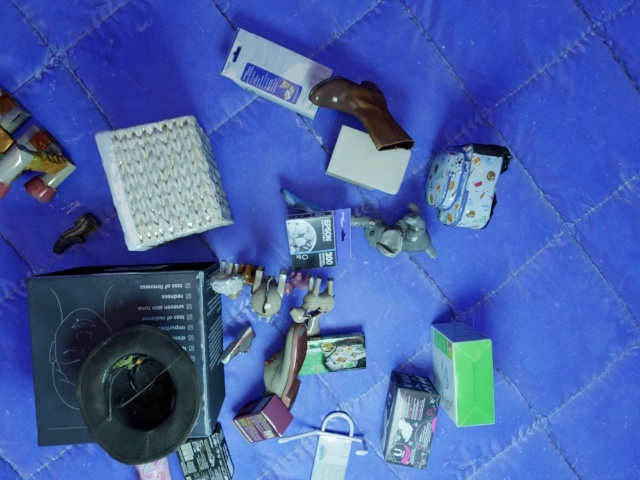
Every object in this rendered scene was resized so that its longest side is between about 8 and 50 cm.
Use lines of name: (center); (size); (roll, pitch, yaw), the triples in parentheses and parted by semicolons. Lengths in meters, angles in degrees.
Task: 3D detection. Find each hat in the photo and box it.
hat: (-0.440, 0.384, 1.076); (0.330, 0.134, 0.332); (-1, 77, 4)

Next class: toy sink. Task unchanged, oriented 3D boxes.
toy sink: (0.149, -0.252, 1.359); (0.233, 0.131, 0.153); (18, 93, -3)

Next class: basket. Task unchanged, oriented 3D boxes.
basket: (-0.438, -0.165, 1.243); (0.266, 0.328, 0.332); (-17, 93, -6)

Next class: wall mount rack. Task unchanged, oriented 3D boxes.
wall mount rack: (-0.010, 0.761, 1.409); (0.303, 0.130, 0.351); (11, 92, -3)

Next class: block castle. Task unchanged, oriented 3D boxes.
block castle: (-0.987, -0.308, 1.216); (0.213, 0.303, 0.453); (-44, 93, 1)

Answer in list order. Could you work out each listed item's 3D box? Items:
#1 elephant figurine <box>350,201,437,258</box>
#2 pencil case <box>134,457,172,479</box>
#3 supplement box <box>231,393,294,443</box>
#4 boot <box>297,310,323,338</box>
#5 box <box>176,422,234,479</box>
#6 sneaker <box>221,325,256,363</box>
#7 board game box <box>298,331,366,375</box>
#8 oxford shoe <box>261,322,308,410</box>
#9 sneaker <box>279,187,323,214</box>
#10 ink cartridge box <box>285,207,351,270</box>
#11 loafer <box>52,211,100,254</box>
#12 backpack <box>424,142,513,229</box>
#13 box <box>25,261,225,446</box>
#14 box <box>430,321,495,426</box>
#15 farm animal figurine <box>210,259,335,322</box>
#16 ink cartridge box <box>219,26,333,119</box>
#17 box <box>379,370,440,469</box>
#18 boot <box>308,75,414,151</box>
elephant figurine: (0.227, -0.013, 1.383); (0.239, 0.186, 0.169); (-23, 137, 9)
pencil case: (-0.549, 0.770, 1.391); (0.124, 0.124, 0.285); (-12, 93, -2)
supplement box: (-0.190, 0.581, 1.366); (0.188, 0.081, 0.104); (-33, 96, 40)
boot: (-0.020, 0.295, 1.430); (0.118, 0.042, 0.087); (-28, 100, 0)
box: (-0.388, 0.732, 1.414); (0.147, 0.077, 0.180); (-17, 94, -2)
sneaker: (-0.259, 0.351, 1.375); (0.061, 0.158, 0.065); (-20, 110, 42)
board game box: (0.024, 0.386, 1.424); (0.259, 0.030, 0.136); (-4, 111, -3)
oxford shoe: (-0.126, 0.406, 1.350); (0.130, 0.123, 0.349); (18, 113, 14)
sneaker: (-0.045, -0.106, 1.387); (0.082, 0.069, 0.209); (-43, 98, 5)
ink cartridge box: (0.000, 0.000, 1.360); (0.208, 0.045, 0.207); (-7, 126, -3)
loafer: (-0.793, -0.012, 1.363); (0.061, 0.062, 0.170); (44, 92, -9)
backpack: (0.449, -0.169, 1.323); (0.212, 0.276, 0.264); (0, 100, 2)
box: (-0.554, 0.316, 1.274); (0.478, 0.297, 0.473); (-2, 92, -3)
box: (0.456, 0.419, 1.362); (0.126, 0.231, 0.262); (-4, 94, -3)
farm animal figurine: (-0.133, 0.173, 1.283); (0.329, 0.327, 0.173); (8, 85, 12)
ink cartridge box: (-0.140, -0.538, 1.363); (0.332, 0.065, 0.166); (24, 92, -5)
box: (0.288, 0.589, 1.397); (0.141, 0.163, 0.248); (11, 92, 0)
boot: (0.121, -0.369, 1.286); (0.263, 0.096, 0.281); (-5, 58, -32)
